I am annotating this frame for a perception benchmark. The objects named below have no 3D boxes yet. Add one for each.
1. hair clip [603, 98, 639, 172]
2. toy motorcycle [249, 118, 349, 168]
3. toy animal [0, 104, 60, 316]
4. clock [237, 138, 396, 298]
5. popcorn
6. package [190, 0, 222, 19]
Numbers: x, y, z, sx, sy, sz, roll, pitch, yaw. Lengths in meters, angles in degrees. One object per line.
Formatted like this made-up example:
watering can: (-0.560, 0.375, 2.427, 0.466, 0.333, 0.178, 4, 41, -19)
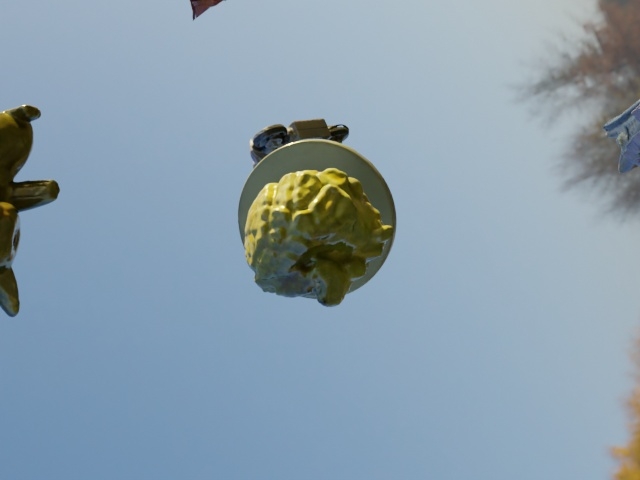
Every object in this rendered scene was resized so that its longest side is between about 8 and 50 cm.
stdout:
hair clip: (0.384, -0.157, 1.328, 0.084, 0.106, 0.292, 54, 172, 16)
toy motorcycle: (-0.058, -0.169, 2.133, 0.225, 0.152, 0.073, -6, -113, -45)
toy animal: (-0.476, -0.040, 1.635, 0.181, 0.180, 0.363, 9, -126, -45)
clock: (-0.005, -0.030, 1.690, 0.235, 0.235, 0.029, 64, -165, -4)
popcorn: (-0.002, -0.007, 1.347, 0.173, 0.173, 0.142, 55, -179, -25)
package: (-0.188, -0.409, 1.947, 0.029, 0.083, 0.059, 38, 153, 28)
